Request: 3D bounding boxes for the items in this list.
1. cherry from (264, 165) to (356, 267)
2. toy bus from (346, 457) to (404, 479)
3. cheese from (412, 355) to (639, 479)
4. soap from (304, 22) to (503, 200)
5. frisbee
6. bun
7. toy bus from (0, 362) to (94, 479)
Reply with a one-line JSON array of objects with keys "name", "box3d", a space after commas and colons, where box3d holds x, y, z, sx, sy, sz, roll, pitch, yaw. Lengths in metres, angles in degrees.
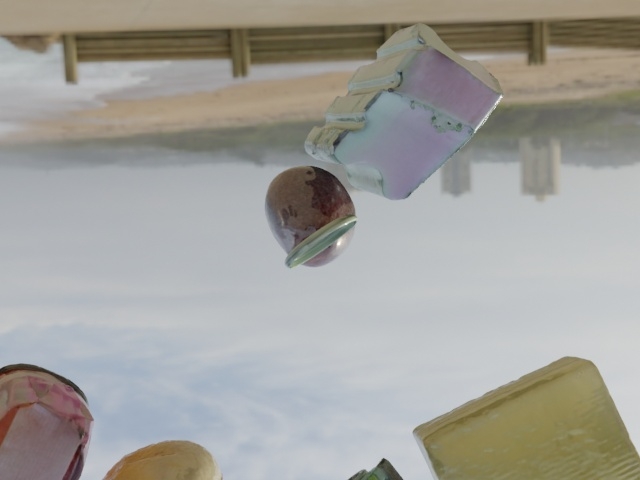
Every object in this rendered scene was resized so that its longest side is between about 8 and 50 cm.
[{"name": "cherry", "box3d": [-0.016, -0.040, 1.570, 0.140, 0.176, 0.176, -27, -177, 8]}, {"name": "toy bus", "box3d": [0.002, 0.374, 1.106, 0.256, 0.128, 0.147, -41, 173, 32]}, {"name": "cheese", "box3d": [0.300, 0.324, 1.360, 0.265, 0.243, 0.124, -24, 180, -4]}, {"name": "soap", "box3d": [0.125, -0.205, 1.554, 0.156, 0.261, 0.446, 38, 180, -9]}, {"name": "frisbee", "box3d": [0.000, 0.000, 1.220, 0.110, 0.014, 0.110, -35, 173, -5]}, {"name": "bun", "box3d": [-0.312, 0.460, 1.654, 0.164, 0.299, 0.299, 38, -177, -6]}, {"name": "toy bus", "box3d": [-0.356, 0.291, 1.064, 0.127, 0.303, 0.147, 29, 171, -21]}]
